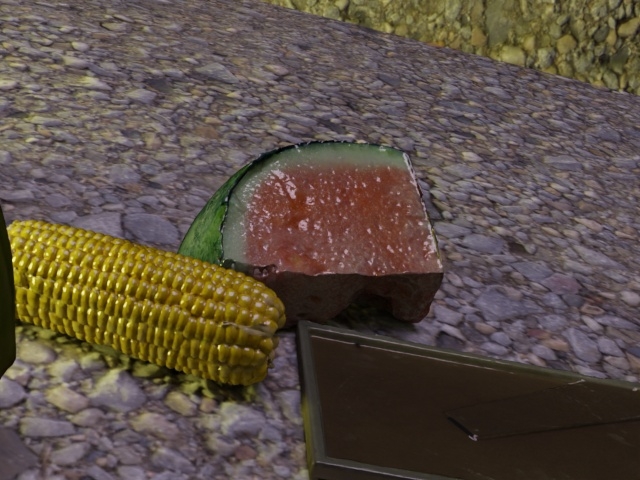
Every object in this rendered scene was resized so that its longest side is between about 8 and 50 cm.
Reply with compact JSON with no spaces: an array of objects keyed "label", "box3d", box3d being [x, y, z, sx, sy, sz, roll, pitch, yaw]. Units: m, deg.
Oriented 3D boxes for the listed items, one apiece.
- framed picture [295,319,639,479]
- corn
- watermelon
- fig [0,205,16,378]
[{"label":"framed picture","box3d":[0.146,0.155,1.115,0.335,0.022,0.247,11,20,-9]},{"label":"corn","box3d":[-0.148,0.048,1.089,0.244,0.093,0.093,16,21,4]},{"label":"watermelon","box3d":[0.000,0.000,1.264,0.226,0.148,0.318,31,27,19]},{"label":"fig","box3d":[-0.332,0.007,0.835,0.316,0.316,0.316,13,21,-5]}]
